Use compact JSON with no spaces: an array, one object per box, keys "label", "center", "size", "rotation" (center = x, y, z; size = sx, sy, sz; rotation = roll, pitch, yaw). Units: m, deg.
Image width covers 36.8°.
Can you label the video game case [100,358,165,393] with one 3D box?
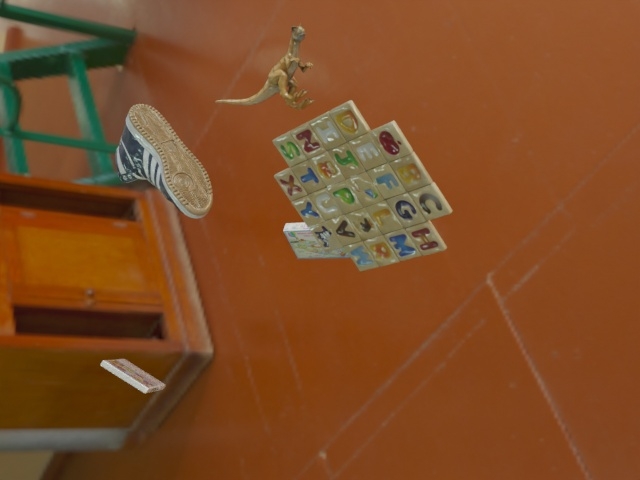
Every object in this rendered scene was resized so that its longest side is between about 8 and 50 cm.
[{"label":"video game case","center":[-0.305,0.221,1.576],"size":[0.011,0.087,0.122],"rotation":[-59,-6,-3]}]

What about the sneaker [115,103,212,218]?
[{"label":"sneaker","center":[-0.334,-0.134,2.019],"size":[0.282,0.099,0.153],"rotation":[56,137,16]}]

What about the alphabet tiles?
[{"label":"alphabet tiles","center":[0.060,-0.080,1.607],"size":[0.342,0.011,0.285],"rotation":[-18,109,53]}]

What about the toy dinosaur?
[{"label":"toy dinosaur","center":[-0.068,-0.261,1.581],"size":[0.211,0.064,0.112],"rotation":[-46,70,31]}]

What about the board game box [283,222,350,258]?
[{"label":"board game box","center":[0.000,0.000,2.301],"size":[0.154,0.103,0.026],"rotation":[-1,47,25]}]
